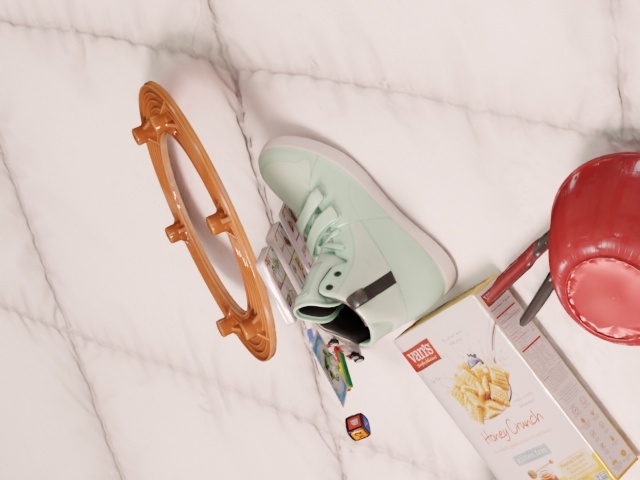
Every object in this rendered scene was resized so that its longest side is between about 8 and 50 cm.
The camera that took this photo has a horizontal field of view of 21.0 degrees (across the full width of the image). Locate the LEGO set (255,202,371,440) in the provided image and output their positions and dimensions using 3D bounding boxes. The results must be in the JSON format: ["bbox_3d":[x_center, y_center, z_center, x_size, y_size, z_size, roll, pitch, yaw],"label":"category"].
[{"bbox_3d":[-0.012,0.097,1.866,0.060,0.182,0.244,-23,108,16],"label":"LEGO set"}]

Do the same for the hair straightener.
[{"bbox_3d":[0.244,0.018,1.624,0.089,0.047,0.230,38,139,1],"label":"hair straightener"}]

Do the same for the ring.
[{"bbox_3d":[-0.135,-0.016,1.912,0.336,0.032,0.336,59,166,25],"label":"ring"}]

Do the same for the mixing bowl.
[{"bbox_3d":[0.269,0.024,1.503,0.181,0.098,0.181,17,130,21],"label":"mixing bowl"}]

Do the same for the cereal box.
[{"bbox_3d":[0.197,0.164,1.788,0.240,0.047,0.173,52,147,0],"label":"cereal box"}]

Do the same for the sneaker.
[{"bbox_3d":[0.000,0.000,1.780,0.256,0.151,0.094,39,144,19],"label":"sneaker"}]
